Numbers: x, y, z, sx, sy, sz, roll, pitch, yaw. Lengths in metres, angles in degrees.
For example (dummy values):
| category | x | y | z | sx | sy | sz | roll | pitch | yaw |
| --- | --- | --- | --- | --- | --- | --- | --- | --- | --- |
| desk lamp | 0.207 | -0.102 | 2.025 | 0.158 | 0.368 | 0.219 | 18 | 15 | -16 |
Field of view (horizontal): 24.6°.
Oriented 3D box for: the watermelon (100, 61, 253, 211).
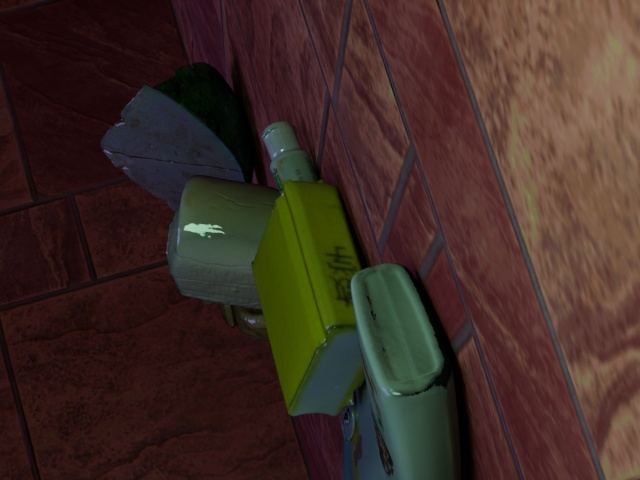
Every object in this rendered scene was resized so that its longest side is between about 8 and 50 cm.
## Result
| category | x | y | z | sx | sy | sz | roll | pitch | yaw |
| --- | --- | --- | --- | --- | --- | --- | --- | --- | --- |
| watermelon | -0.216 | -0.204 | 2.572 | 0.292 | 0.319 | 0.222 | -32 | 35 | 46 |

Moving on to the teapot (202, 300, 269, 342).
| category | x | y | z | sx | sy | sz | roll | pitch | yaw |
| --- | --- | --- | --- | --- | --- | --- | --- | --- | --- |
| teapot | -0.110 | 0.076 | 2.351 | 0.311 | 0.167 | 0.203 | -121 | 17 | -66 |

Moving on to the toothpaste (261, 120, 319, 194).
| category | x | y | z | sx | sy | sz | roll | pitch | yaw |
| --- | --- | --- | --- | --- | --- | --- | --- | --- | --- |
| toothpaste | 0.000 | 0.000 | 1.716 | 0.058 | 0.056 | 0.314 | 4 | -124 | -48 |

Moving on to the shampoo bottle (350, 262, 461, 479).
| category | x | y | z | sx | sy | sz | roll | pitch | yaw |
| --- | --- | --- | --- | --- | --- | --- | --- | --- | --- |
| shampoo bottle | 0.082 | 0.172 | 1.293 | 0.153 | 0.071 | 0.284 | -110 | 9 | -48 |

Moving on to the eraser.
| category | x | y | z | sx | sy | sz | roll | pitch | yaw |
| --- | --- | --- | --- | --- | --- | --- | --- | --- | --- |
| eraser | -0.007 | 0.061 | 1.588 | 0.158 | 0.069 | 0.226 | 116 | 148 | -43 |

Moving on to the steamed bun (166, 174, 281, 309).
| category | x | y | z | sx | sy | sz | roll | pitch | yaw |
| --- | --- | --- | --- | --- | --- | --- | --- | --- | --- |
| steamed bun | -0.116 | -0.003 | 2.115 | 0.250 | 0.200 | 0.155 | 100 | 177 | -70 |

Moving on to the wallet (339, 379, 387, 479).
| category | x | y | z | sx | sy | sz | roll | pitch | yaw |
| --- | --- | --- | --- | --- | --- | --- | --- | --- | --- |
| wallet | 0.064 | 0.226 | 1.625 | 0.231 | 0.069 | 0.170 | 105 | 160 | -58 |
